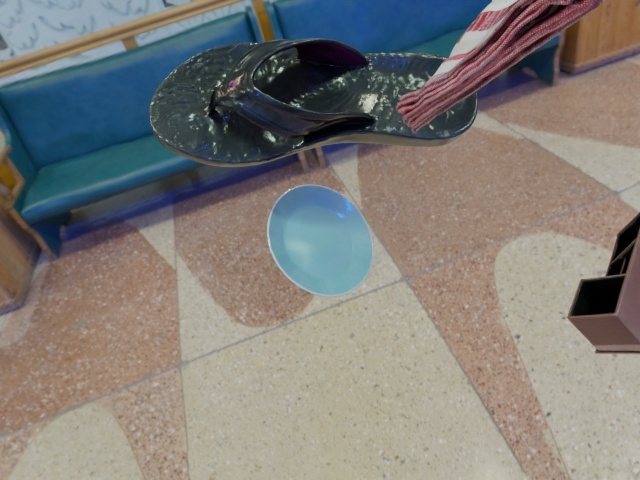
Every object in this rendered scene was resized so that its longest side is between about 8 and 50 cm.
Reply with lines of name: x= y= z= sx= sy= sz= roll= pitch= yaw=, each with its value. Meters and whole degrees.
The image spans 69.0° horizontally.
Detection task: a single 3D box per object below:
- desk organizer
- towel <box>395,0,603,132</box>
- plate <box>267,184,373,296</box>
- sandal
desk organizer: x=0.271 y=0.033 z=0.416 sx=0.130 sy=0.050 sz=0.047 roll=-55 pitch=16 yaw=-27
towel: x=0.217 y=-0.256 z=0.423 sx=0.329 sy=0.037 sz=0.237 roll=-51 pitch=10 yaw=-18
plate: x=0.000 y=0.000 z=0.740 sx=0.188 sy=0.188 sz=0.024 roll=-48 pitch=6 yaw=-33
sandal: x=0.002 y=-0.201 z=0.608 sx=0.444 sy=0.107 sz=0.168 roll=-7 pitch=79 yaw=-10
